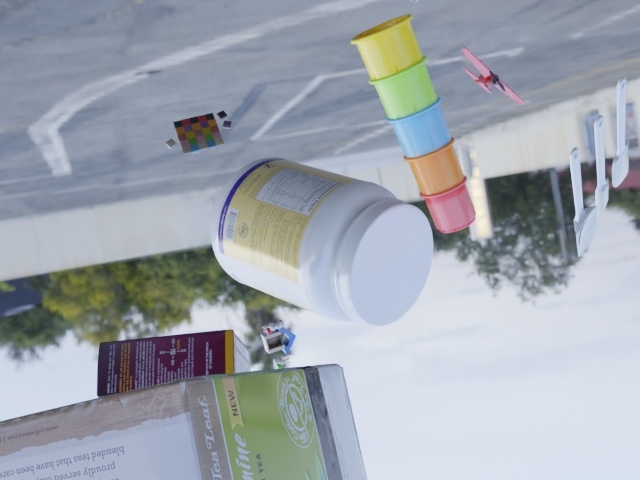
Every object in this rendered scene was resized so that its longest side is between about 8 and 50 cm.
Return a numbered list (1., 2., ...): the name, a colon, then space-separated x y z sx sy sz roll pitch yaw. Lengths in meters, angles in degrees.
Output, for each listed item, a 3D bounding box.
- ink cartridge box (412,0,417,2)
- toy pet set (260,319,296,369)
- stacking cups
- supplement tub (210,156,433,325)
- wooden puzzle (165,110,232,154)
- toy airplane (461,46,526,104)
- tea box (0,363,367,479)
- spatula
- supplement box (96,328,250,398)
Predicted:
1. ink cartridge box: 0.096 -0.493 1.362 0.065 0.186 0.311 33 -172 -45
2. toy pet set: -0.074 0.216 1.847 0.065 0.122 0.114 -18 -170 -13
3. stacking cups: 0.145 -0.160 1.311 0.096 0.316 0.096 -22 -166 6
4. supplement tub: 0.000 0.000 1.553 0.331 0.241 0.241 19 -158 41
5. wooden puzzle: -0.143 -0.125 1.074 0.083 0.049 0.006 -15 151 -13
6. toy airplane: 0.293 -0.286 1.609 0.028 0.151 0.151 -48 177 9
7. tea box: -0.159 0.247 0.785 0.329 0.220 0.323 -16 170 19
8. spatula: 0.382 -0.095 1.238 0.019 0.168 0.242 29 163 30
9. supplement box: -0.197 0.181 1.243 0.188 0.080 0.104 -6 155 7
